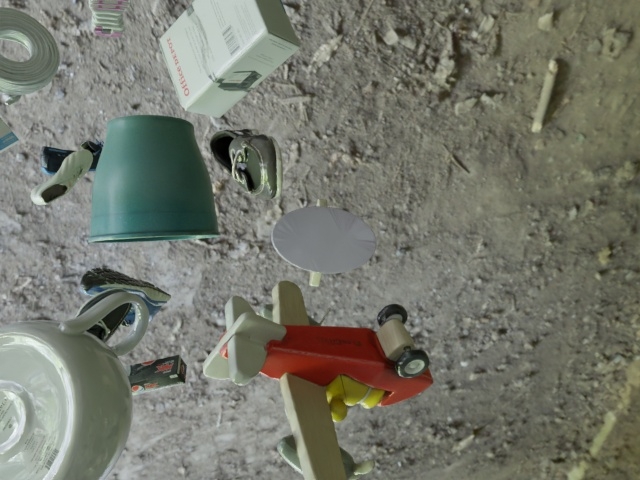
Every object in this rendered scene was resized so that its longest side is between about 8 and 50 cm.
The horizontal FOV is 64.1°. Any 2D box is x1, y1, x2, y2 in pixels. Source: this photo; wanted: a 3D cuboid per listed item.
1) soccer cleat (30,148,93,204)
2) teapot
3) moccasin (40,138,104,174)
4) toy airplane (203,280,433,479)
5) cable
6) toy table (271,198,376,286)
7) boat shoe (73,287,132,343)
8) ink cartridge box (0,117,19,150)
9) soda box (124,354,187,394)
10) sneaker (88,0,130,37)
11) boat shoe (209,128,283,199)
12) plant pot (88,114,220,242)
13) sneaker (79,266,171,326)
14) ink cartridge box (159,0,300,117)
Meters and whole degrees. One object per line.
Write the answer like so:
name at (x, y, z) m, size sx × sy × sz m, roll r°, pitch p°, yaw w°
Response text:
soccer cleat at (-0.660, -0.161, 1.331) m, size 0.196 × 0.076 × 0.068 m, roll -53°, pitch 140°, yaw -26°
teapot at (-0.340, 0.222, 0.666) m, size 0.256 × 0.252 × 0.187 m, roll -21°, pitch 163°, yaw 9°
moccasin at (-0.845, -0.315, 1.886) m, size 0.342 × 0.138 × 0.116 m, roll -20°, pitch 109°, yaw -51°
toy airplane at (-0.025, 0.248, 0.939) m, size 0.386 × 0.385 × 0.272 m, roll -32°, pitch 146°, yaw -51°
cable at (-0.927, -0.568, 1.534) m, size 0.257 × 0.089 × 0.257 m, roll 53°, pitch 54°, yaw -15°
toy table at (0.000, 0.000, 1.405) m, size 0.275 × 0.161 × 0.252 m, roll 17°, pitch 84°, yaw -8°
boat shoe at (-0.555, 0.229, 1.212) m, size 0.302 × 0.091 × 0.114 m, roll -52°, pitch 122°, yaw -32°
ink cartridge box at (-0.946, -0.317, 1.447) m, size 0.090 × 0.092 × 0.143 m, roll -43°, pitch 115°, yaw -27°
soda box at (-0.424, 0.339, 1.279) m, size 0.169 × 0.060 × 0.053 m, roll -13°, pitch 133°, yaw 3°
sneaker at (-0.548, -0.624, 1.316) m, size 0.095 × 0.236 × 0.104 m, roll -3°, pitch 83°, yaw -27°
boat shoe at (-0.140, -0.141, 0.922) m, size 0.096 × 0.335 × 0.112 m, roll -6°, pitch 110°, yaw -14°
plant pot at (-0.363, -0.128, 1.111) m, size 0.272 × 0.272 × 0.255 m, roll -4°, pitch 89°, yaw -24°
sneaker at (-0.565, 0.179, 1.473) m, size 0.147 × 0.130 × 0.330 m, roll -63°, pitch 155°, yaw -8°
ink cartridge box at (-0.229, -0.483, 1.253) m, size 0.308 × 0.223 × 0.129 m, roll -30°, pitch 164°, yaw 31°
